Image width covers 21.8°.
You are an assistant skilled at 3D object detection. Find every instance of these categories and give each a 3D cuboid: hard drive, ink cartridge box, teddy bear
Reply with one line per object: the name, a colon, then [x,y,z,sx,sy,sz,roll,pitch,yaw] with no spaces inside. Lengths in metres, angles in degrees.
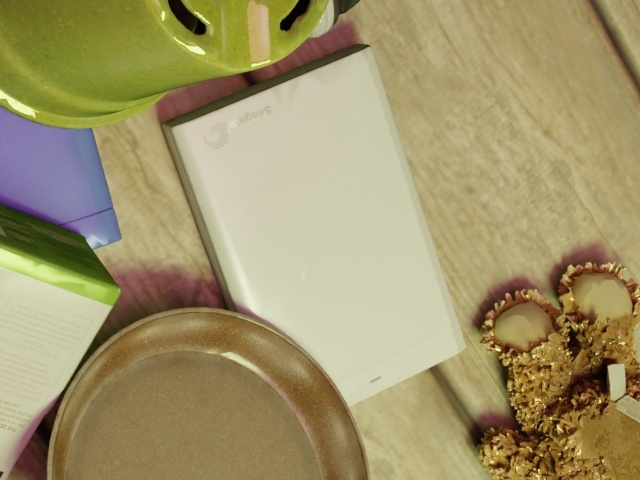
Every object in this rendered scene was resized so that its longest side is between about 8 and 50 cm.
hard drive: [-0.305,-0.120,1.369,0.210,0.040,0.319,-19,106,-19]
hard drive: [0.000,0.000,1.520,0.203,0.040,0.308,-24,108,-18]
ink cartridge box: [-0.311,0.095,1.340,0.188,0.097,0.255,23,105,-37]
teddy bear: [0.270,0.189,1.643,0.245,0.113,0.338,-40,104,-20]

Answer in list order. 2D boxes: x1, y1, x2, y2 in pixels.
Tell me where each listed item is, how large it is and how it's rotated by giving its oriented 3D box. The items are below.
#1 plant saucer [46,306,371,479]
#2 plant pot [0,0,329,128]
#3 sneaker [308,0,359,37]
plant saucer: [-0.097,0.212,1.420,0.310,0.050,0.311,11,68,-30]
plant pot: [-0.130,-0.220,1.277,0.276,0.254,0.276,-5,98,-36]
sneaker: [-0.007,-0.322,1.432,0.153,0.101,0.269,-30,115,-16]
